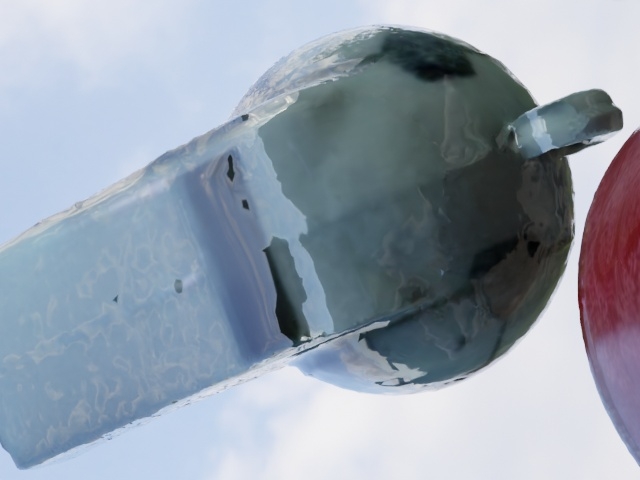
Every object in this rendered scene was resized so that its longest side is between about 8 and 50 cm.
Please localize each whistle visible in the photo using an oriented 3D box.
[{"bbox_3d":[0.000,0.000,0.765,0.163,0.290,0.163,31,-133,-40],"label":"whistle"}]

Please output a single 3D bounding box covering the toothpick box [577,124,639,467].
[{"bbox_3d":[0.219,-0.033,0.494,0.333,0.204,0.204,122,169,-65],"label":"toothpick box"}]
